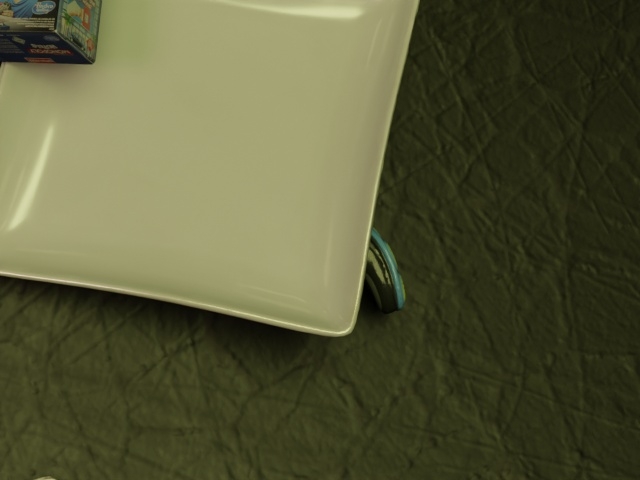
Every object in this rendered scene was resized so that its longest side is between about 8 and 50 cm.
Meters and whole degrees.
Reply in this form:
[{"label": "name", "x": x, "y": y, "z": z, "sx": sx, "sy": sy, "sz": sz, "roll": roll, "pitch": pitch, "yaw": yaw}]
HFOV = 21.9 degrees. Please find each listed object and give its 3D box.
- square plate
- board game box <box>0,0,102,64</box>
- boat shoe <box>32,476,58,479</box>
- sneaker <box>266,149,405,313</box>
[{"label": "square plate", "x": -0.110, "y": -0.104, "z": 1.427, "sx": 0.347, "sy": 0.049, "sz": 0.344, "roll": 10, "pitch": 72, "yaw": 5}, {"label": "board game box", "x": -0.257, "y": -0.252, "z": 1.422, "sx": 0.194, "sy": 0.060, "sz": 0.194, "roll": 6, "pitch": 70, "yaw": 31}, {"label": "boat shoe", "x": -0.256, "y": 0.222, "z": 1.347, "sx": 0.100, "sy": 0.035, "sz": 0.035, "roll": -24, "pitch": 82, "yaw": -18}, {"label": "sneaker", "x": 0.000, "y": 0.000, "z": 1.457, "sx": 0.188, "sy": 0.067, "sz": 0.078, "roll": 43, "pitch": 79, "yaw": 5}]
